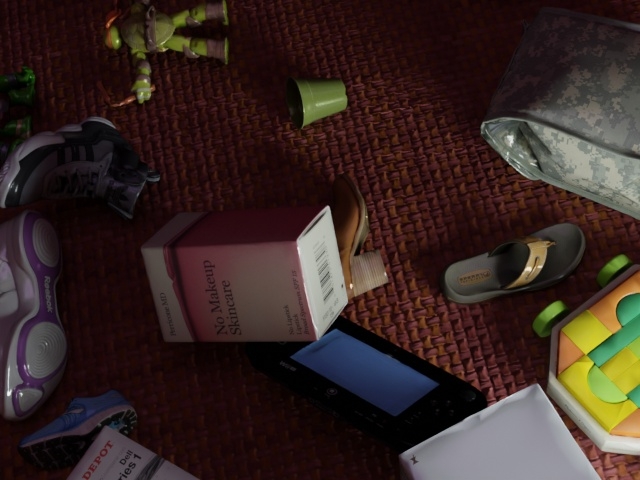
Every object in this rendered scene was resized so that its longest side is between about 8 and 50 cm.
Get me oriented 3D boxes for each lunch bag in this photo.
[{"bbox_3d":[0.395,-0.196,1.811,0.287,0.169,0.235,23,64,12],"label":"lunch bag"}]

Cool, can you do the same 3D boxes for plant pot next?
[{"bbox_3d":[-0.004,-0.218,1.916,0.079,0.083,0.083,-13,59,-18],"label":"plant pot"}]

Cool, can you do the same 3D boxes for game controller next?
[{"bbox_3d":[0.056,0.180,1.628,0.319,0.067,0.166,26,26,31],"label":"game controller"}]

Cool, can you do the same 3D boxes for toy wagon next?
[{"bbox_3d":[0.466,0.133,1.670,0.344,0.068,0.267,-35,63,-14],"label":"toy wagon"}]

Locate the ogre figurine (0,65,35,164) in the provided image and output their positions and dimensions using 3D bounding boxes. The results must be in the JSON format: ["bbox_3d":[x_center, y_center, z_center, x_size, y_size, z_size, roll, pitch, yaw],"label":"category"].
[{"bbox_3d":[-0.504,-0.194,1.929,0.118,0.097,0.197,0,71,-9],"label":"ogre figurine"}]

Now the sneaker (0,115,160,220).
[{"bbox_3d":[-0.342,-0.089,1.805,0.153,0.101,0.268,34,34,13],"label":"sneaker"}]

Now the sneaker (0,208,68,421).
[{"bbox_3d":[-0.438,0.113,1.756,0.152,0.114,0.305,-17,61,25],"label":"sneaker"}]

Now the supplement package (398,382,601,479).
[{"bbox_3d":[0.214,0.312,1.510,0.194,0.203,0.149,-26,61,-10],"label":"supplement package"}]

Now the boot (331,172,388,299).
[{"bbox_3d":[0.000,0.000,1.788,0.152,0.073,0.197,-16,57,0],"label":"boot"}]

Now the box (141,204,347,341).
[{"bbox_3d":[-0.099,0.046,1.667,0.232,0.149,0.127,-3,22,23],"label":"box"}]

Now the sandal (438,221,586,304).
[{"bbox_3d":[0.272,0.027,1.752,0.219,0.060,0.090,-14,60,-3],"label":"sandal"}]

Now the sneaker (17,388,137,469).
[{"bbox_3d":[-0.331,0.252,1.685,0.162,0.063,0.073,-22,43,-12],"label":"sneaker"}]

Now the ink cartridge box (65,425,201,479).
[{"bbox_3d":[-0.226,0.360,1.583,0.219,0.093,0.160,26,65,18],"label":"ink cartridge box"}]

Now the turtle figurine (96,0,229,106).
[{"bbox_3d":[-0.258,-0.342,1.997,0.217,0.087,0.270,-5,60,2],"label":"turtle figurine"}]
